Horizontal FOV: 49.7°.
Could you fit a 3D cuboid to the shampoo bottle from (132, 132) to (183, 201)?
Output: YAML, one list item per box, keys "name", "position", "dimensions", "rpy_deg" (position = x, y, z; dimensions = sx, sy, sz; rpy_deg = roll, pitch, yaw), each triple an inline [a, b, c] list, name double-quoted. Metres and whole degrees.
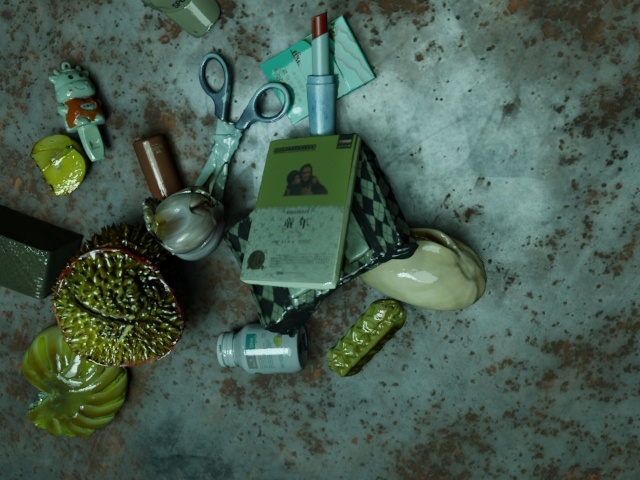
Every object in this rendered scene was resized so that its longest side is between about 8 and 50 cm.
- name: "shampoo bottle"
  position: [-0.393, -0.143, 1.734]
  dimensions: [0.085, 0.085, 0.244]
  rpy_deg: [-13, 104, 14]

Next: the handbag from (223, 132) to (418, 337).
- name: "handbag"
  position: [0.000, 0.000, 1.588]
  dimensions: [0.416, 0.180, 0.317]
  rpy_deg: [-37, 56, 17]

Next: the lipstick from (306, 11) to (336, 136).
- name: "lipstick"
  position: [0.001, -0.372, 1.561]
  dimensions: [0.068, 0.061, 0.274]
  rpy_deg: [2, 108, 12]

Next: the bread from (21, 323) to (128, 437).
- name: "bread"
  position: [-0.679, 0.390, 1.889]
  dimensions: [0.333, 0.160, 0.333]
  rpy_deg: [2, 106, 8]

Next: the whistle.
- name: "whistle"
  position: [-0.591, -0.319, 1.708]
  dimensions: [0.101, 0.106, 0.253]
  rpy_deg: [-17, 95, -7]

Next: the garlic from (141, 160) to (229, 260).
- name: "garlic"
  position: [-0.319, -0.084, 1.642]
  dimensions: [0.207, 0.207, 0.257]
  rpy_deg: [9, 80, 8]

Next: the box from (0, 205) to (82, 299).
- name: "box"
  position: [-0.792, 0.027, 1.799]
  dimensions: [0.273, 0.184, 0.143]
  rpy_deg: [18, 106, 5]

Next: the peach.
- name: "peach"
  position: [-0.651, -0.189, 1.753]
  dimensions: [0.151, 0.118, 0.151]
  rpy_deg: [-1, 76, 3]

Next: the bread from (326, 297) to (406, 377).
- name: "bread"
  position: [0.114, 0.237, 1.704]
  dimensions: [0.098, 0.087, 0.269]
  rpy_deg: [35, 126, -2]

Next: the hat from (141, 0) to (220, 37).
- name: "hat"
  position: [-0.319, -0.558, 1.605]
  dimensions: [0.175, 0.085, 0.147]
  rpy_deg: [43, 107, -2]

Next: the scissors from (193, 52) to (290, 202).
- name: "scissors"
  position: [-0.238, -0.243, 1.691]
  dimensions: [0.256, 0.029, 0.383]
  rpy_deg: [30, 113, 15]

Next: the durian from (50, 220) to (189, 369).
- name: "durian"
  position: [-0.474, 0.134, 1.665]
  dimensions: [0.347, 0.384, 0.348]
  rpy_deg: [6, 115, 14]

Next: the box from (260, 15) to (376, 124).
- name: "box"
  position: [-0.005, -0.395, 1.612]
  dimensions: [0.226, 0.042, 0.161]
  rpy_deg: [-26, 100, 17]

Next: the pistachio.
- name: "pistachio"
  position: [0.229, 0.067, 1.619]
  dimensions: [0.318, 0.193, 0.214]
  rpy_deg: [10, 127, 22]

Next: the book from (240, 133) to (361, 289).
- name: "book"
  position: [-0.045, -0.067, 1.521]
  dimensions: [0.239, 0.035, 0.352]
  rpy_deg: [1, 71, 29]

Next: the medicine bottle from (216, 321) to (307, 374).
- name: "medicine bottle"
  position: [-0.150, 0.275, 1.770]
  dimensions: [0.215, 0.135, 0.135]
  rpy_deg: [-4, 104, 11]
